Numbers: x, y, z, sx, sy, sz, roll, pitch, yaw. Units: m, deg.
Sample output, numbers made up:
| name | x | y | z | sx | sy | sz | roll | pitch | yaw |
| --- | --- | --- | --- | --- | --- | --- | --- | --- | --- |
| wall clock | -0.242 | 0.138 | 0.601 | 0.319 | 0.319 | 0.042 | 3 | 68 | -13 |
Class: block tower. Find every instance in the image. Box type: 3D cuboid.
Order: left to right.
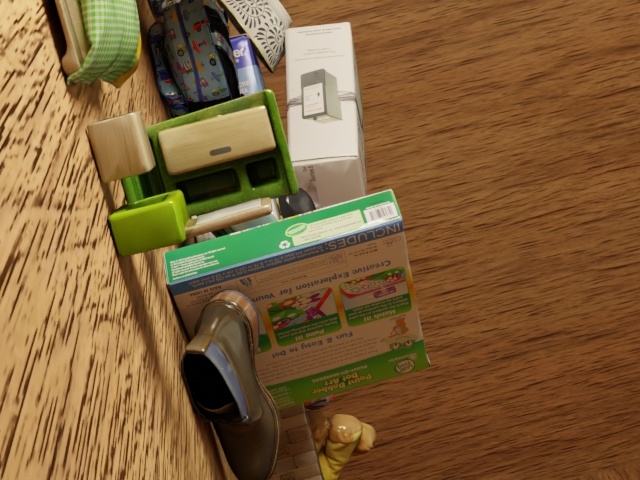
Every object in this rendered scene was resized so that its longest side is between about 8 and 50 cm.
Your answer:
| name | x | y | z | sx | sy | sz | roll | pitch | yaw |
| --- | --- | --- | --- | --- | --- | --- | --- | --- | --- |
| block tower | -0.068 | 0.215 | 1.617 | 0.097 | 0.091 | 0.335 | -101 | 176 | -86 |

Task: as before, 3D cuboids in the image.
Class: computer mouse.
| name | x | y | z | sx | sy | sz | roll | pitch | yaw |
| --- | --- | --- | --- | --- | --- | --- | --- | --- | --- |
| computer mouse | 0.000 | 0.000 | 1.864 | 0.242 | 0.041 | 0.071 | 56 | 23 | -47 |

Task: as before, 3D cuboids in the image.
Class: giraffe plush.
| name | x | y | z | sx | sy | sz | roll | pitch | yaw |
| --- | --- | --- | --- | --- | --- | --- | --- | --- | --- |
| giraffe plush | -0.009 | 0.387 | 1.944 | 0.210 | 0.181 | 0.170 | -44 | -139 | 49 |

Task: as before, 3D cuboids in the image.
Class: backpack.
| name | x | y | z | sx | sy | sz | roll | pitch | yaw |
| --- | --- | --- | --- | --- | --- | --- | --- | --- | --- |
| backpack | -0.178 | -0.261 | 1.709 | 0.173 | 0.117 | 0.158 | 79 | -4 | -74 |

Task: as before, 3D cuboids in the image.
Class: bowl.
| name | x | y | z | sx | sy | sz | roll | pitch | yaw |
| --- | --- | --- | --- | --- | --- | --- | --- | --- | --- |
| bowl | -0.100 | -0.371 | 2.043 | 0.170 | 0.080 | 0.170 | 52 | 0 | 0 |

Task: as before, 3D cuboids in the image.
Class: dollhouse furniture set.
| name | x | y | z | sx | sy | sz | roll | pitch | yaw |
| --- | --- | --- | --- | --- | --- | --- | --- | --- | --- |
| dollhouse furniture set | -0.126 | -0.159 | 1.021 | 0.197 | 0.151 | 0.301 | -108 | -177 | -81 |

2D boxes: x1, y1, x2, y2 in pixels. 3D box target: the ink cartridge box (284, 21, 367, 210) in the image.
| name | x | y | z | sx | sy | sz | roll | pitch | yaw |
| --- | --- | --- | --- | --- | --- | --- | --- | --- | --- |
| ink cartridge box | 0.011 | -0.187 | 1.999 | 0.198 | 0.115 | 0.273 | 76 | 10 | -59 |

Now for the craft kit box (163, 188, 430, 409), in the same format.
| name | x | y | z | sx | sy | sz | roll | pitch | yaw |
| --- | --- | --- | --- | --- | --- | --- | --- | --- | --- |
| craft kit box | -0.018 | 0.079 | 1.321 | 0.061 | 0.250 | 0.246 | -107 | -177 | -48 |

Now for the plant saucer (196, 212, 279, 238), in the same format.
| name | x | y | z | sx | sy | sz | roll | pitch | yaw |
| --- | --- | --- | --- | --- | --- | --- | --- | --- | --- |
| plant saucer | -0.087 | -0.007 | 1.452 | 0.317 | 0.044 | 0.317 | 46 | -7 | 8 |

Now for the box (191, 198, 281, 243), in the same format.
| name | x | y | z | sx | sy | sz | roll | pitch | yaw |
| --- | --- | --- | --- | --- | --- | --- | --- | --- | --- |
| box | -0.117 | -0.029 | 1.741 | 0.182 | 0.119 | 0.181 | 77 | -1 | -76 |

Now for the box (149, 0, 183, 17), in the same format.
| name | x | y | z | sx | sy | sz | roll | pitch | yaw |
| --- | --- | --- | --- | --- | --- | --- | --- | --- | --- |
| box | -0.255 | -0.472 | 1.927 | 0.147 | 0.077 | 0.180 | 76 | -1 | -59 |

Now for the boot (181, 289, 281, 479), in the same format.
| name | x | y | z | sx | sy | sz | roll | pitch | yaw |
| --- | --- | --- | --- | --- | --- | --- | --- | --- | --- |
| boot | -0.097 | 0.170 | 1.223 | 0.106 | 0.082 | 0.219 | -52 | 136 | -63 |

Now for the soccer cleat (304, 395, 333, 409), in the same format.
| name | x | y | z | sx | sy | sz | roll | pitch | yaw |
| --- | --- | --- | --- | --- | --- | --- | --- | --- | --- |
| soccer cleat | -0.025 | 0.222 | 1.869 | 0.083 | 0.095 | 0.248 | 54 | -17 | 10 |

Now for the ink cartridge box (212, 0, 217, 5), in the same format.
| name | x | y | z | sx | sy | sz | roll | pitch | yaw |
| --- | --- | --- | --- | --- | --- | --- | --- | --- | --- |
| ink cartridge box | -0.226 | -0.375 | 2.351 | 0.160 | 0.092 | 0.219 | -108 | -177 | -72 |

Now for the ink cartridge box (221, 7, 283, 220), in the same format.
| name | x | y | z | sx | sy | sz | roll | pitch | yaw |
| --- | --- | --- | --- | --- | --- | --- | --- | --- | --- |
| ink cartridge box | -0.147 | -0.177 | 2.032 | 0.270 | 0.151 | 0.395 | 156 | -82 | -89 |
